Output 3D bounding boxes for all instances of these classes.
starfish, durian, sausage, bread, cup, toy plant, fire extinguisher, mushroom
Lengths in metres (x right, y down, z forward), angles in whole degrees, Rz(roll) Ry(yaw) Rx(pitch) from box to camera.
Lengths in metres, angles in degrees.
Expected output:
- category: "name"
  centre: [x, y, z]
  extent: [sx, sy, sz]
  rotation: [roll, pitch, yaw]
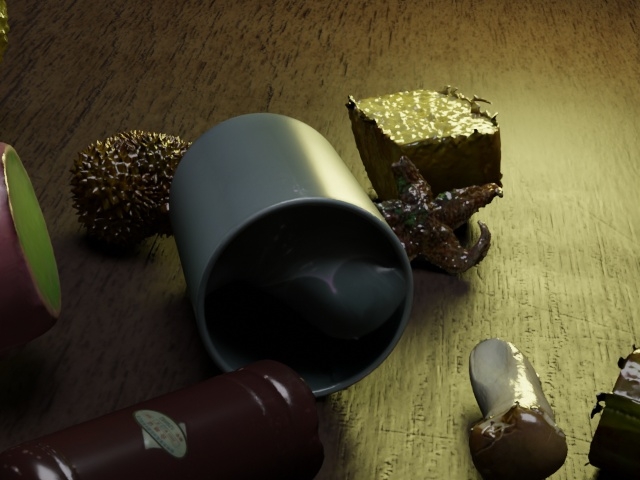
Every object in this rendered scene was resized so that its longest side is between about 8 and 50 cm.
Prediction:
- category: "starfish"
  centre: [0.116, -0.025, 1.752]
  extent: [0.209, 0.150, 0.053]
  rotation: [-23, 0, -17]
- category: "durian"
  centre: [-0.205, -0.062, 1.723]
  extent: [0.158, 0.137, 0.168]
  rotation: [2, 21, -34]
- category: "sausage"
  centre: [0.390, 0.187, 1.307]
  extent: [0.317, 0.125, 0.117]
  rotation: [17, 67, 25]
- category: "bread"
  centre: [0.135, -0.100, 1.890]
  extent: [0.160, 0.147, 0.260]
  rotation: [-11, 21, -16]
- category: "cup"
  centre: [-0.041, 0.000, 1.534]
  extent: [0.205, 0.205, 0.312]
  rotation: [1, 22, -12]
- category: "toy plant"
  centre: [-0.418, 0.044, 1.349]
  extent: [0.356, 0.211, 0.317]
  rotation: [-9, 27, -3]
- category: "fire extinguisher"
  centre: [-0.147, 0.189, 1.176]
  extent: [0.337, 0.114, 0.135]
  rotation: [-16, 8, -40]
- category: "mushroom"
  centre: [0.173, 0.153, 1.410]
  extent: [0.084, 0.071, 0.209]
  rotation: [-25, 19, 9]

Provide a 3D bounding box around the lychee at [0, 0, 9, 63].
- category: "lychee"
  centre: [-0.530, -0.276, 1.969]
  extent: [0.270, 0.270, 0.320]
  rotation: [-8, 23, -29]
